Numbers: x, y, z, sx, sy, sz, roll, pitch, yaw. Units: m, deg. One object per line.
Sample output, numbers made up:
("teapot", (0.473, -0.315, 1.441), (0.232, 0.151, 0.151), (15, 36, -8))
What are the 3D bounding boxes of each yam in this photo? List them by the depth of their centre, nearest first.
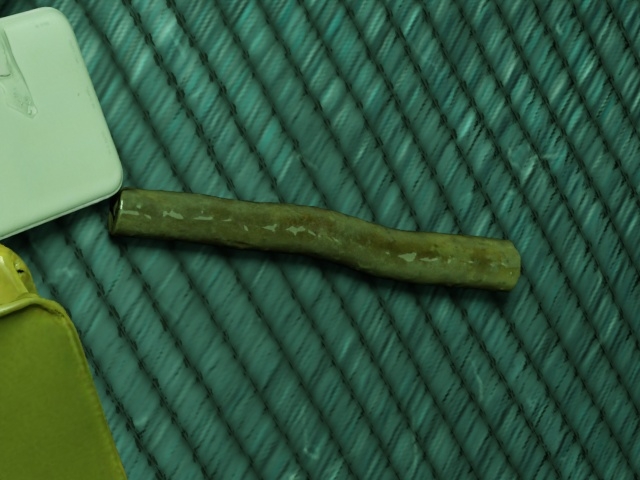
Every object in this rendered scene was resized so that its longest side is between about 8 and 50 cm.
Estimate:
("yam", (0.000, 0.000, 1.240), (0.327, 0.045, 0.045), (8, 51, -23))

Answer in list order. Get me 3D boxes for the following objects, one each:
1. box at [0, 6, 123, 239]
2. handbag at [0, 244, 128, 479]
("box", (-0.252, -0.059, 1.074), (0.285, 0.044, 0.142), (-25, 97, -46))
("handbag", (-0.312, 0.198, 1.006), (0.401, 0.133, 0.283), (-28, 123, -22))
